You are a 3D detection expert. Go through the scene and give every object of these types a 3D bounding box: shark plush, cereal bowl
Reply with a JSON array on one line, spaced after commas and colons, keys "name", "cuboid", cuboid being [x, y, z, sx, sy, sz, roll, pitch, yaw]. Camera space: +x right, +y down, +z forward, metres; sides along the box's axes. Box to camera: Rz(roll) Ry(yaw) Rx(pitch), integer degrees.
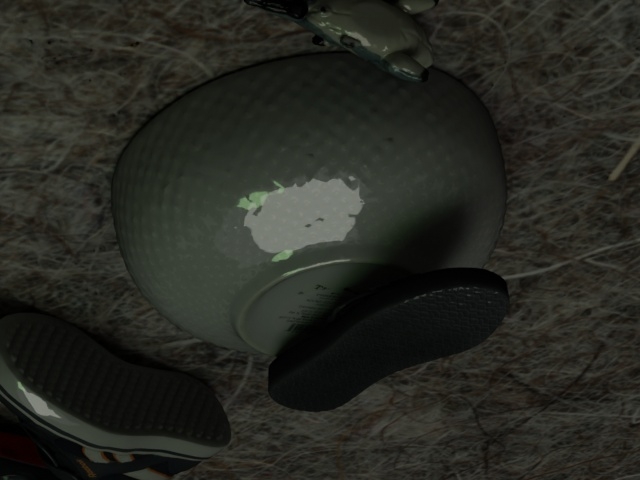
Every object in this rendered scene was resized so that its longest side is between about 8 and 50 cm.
[{"name": "shark plush", "cuboid": [0.017, -0.150, 1.367, 0.161, 0.073, 0.067, 3, 169, -27]}, {"name": "cereal bowl", "cuboid": [0.000, 0.000, 1.521, 0.339, 0.141, 0.339, -9, 148, -6]}]

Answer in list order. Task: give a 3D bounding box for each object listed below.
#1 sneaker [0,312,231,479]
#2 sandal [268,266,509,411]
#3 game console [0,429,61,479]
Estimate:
[{"name": "sneaker", "cuboid": [-0.227, 0.170, 1.729, 0.127, 0.126, 0.321, -33, 144, 22]}, {"name": "sandal", "cuboid": [0.044, 0.069, 1.474, 0.097, 0.054, 0.254, 25, 143, -34]}, {"name": "game console", "cuboid": [-0.458, 0.290, 1.880, 0.386, 0.060, 0.342, -33, 148, 30]}]
